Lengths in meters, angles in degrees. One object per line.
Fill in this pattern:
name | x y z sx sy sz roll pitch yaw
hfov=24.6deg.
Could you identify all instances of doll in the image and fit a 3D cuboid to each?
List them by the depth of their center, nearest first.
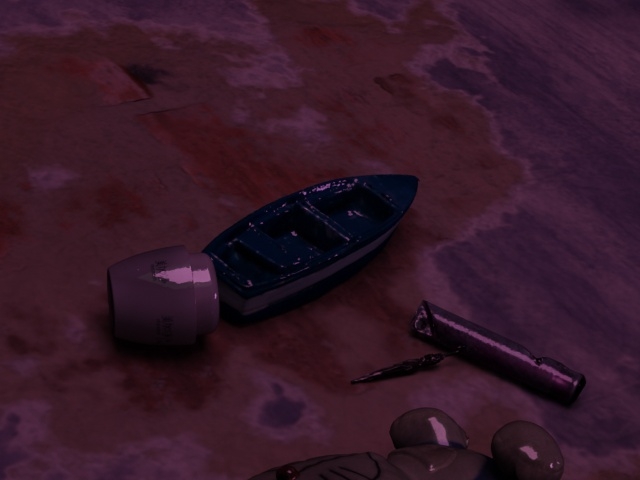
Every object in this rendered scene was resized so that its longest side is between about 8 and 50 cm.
doll | 0.042 0.213 1.108 0.258 0.154 0.228 -2 4 -33

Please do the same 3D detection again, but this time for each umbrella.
umbrella | 0.082 0.118 1.372 0.122 0.022 0.013 -15 68 -20

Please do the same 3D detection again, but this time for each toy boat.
toy boat | 0.000 0.000 1.471 0.096 0.061 0.299 34 40 28

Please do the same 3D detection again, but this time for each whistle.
whistle | 0.168 0.107 1.401 0.176 0.033 0.033 25 36 15

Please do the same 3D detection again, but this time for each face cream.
face cream | -0.142 0.051 1.325 0.095 0.091 0.091 -5 38 -13
